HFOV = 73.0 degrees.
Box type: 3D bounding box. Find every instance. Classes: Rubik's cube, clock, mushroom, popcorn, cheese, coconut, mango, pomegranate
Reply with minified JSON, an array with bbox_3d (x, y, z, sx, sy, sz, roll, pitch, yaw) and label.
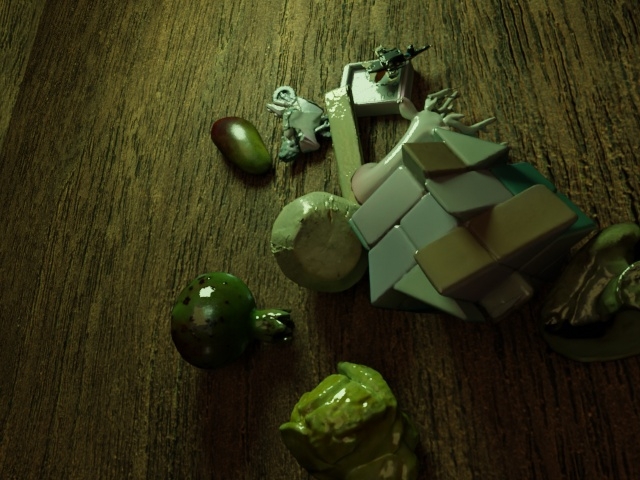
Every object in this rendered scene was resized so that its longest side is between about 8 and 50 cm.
[{"bbox_3d":[0.282,-0.004,0.858,0.368,0.387,0.358,-47,54,25],"label":"Rubik's cube"},{"bbox_3d":[0.156,-0.433,1.222,0.197,0.063,0.150,4,75,26],"label":"clock"},{"bbox_3d":[0.492,0.097,0.765,0.217,0.292,0.212,-24,61,31],"label":"mushroom"},{"bbox_3d":[0.065,0.403,0.897,0.276,0.277,0.225,25,48,30],"label":"popcorn"},{"bbox_3d":[0.078,-0.230,1.172,0.085,0.034,0.401,-15,77,25],"label":"cheese"},{"bbox_3d":[0.000,0.000,1.049,0.244,0.247,0.245,0,93,-7],"label":"coconut"},{"bbox_3d":[-0.247,-0.304,1.343,0.133,0.111,0.267,-43,65,-7],"label":"mango"},{"bbox_3d":[-0.232,0.190,1.114,0.305,0.242,0.243,-19,64,-4],"label":"pomegranate"}]

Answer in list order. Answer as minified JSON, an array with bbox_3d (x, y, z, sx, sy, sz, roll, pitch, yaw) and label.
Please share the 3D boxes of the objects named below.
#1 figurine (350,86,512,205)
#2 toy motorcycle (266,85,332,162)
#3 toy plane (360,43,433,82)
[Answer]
[{"bbox_3d":[0.245,-0.224,1.029,0.315,0.284,0.207,-43,64,37],"label":"figurine"},{"bbox_3d":[-0.079,-0.328,1.270,0.239,0.108,0.204,37,90,30],"label":"toy motorcycle"},{"bbox_3d":[0.203,-0.484,1.143,0.188,0.062,0.135,-24,63,17],"label":"toy plane"}]
